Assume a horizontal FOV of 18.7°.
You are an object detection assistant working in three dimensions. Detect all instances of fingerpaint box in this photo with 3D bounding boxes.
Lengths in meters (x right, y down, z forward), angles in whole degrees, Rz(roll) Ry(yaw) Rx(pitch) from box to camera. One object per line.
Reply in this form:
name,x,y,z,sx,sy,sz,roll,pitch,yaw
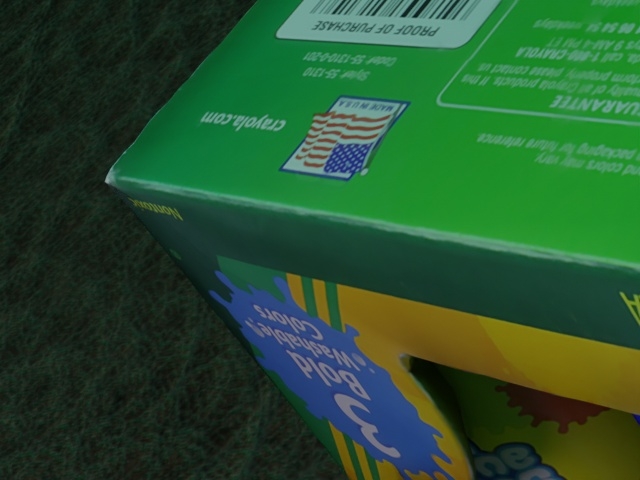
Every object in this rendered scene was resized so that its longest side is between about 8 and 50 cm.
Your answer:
fingerpaint box,0.198,0.078,0.607,0.445,0.371,0.163,11,55,49
